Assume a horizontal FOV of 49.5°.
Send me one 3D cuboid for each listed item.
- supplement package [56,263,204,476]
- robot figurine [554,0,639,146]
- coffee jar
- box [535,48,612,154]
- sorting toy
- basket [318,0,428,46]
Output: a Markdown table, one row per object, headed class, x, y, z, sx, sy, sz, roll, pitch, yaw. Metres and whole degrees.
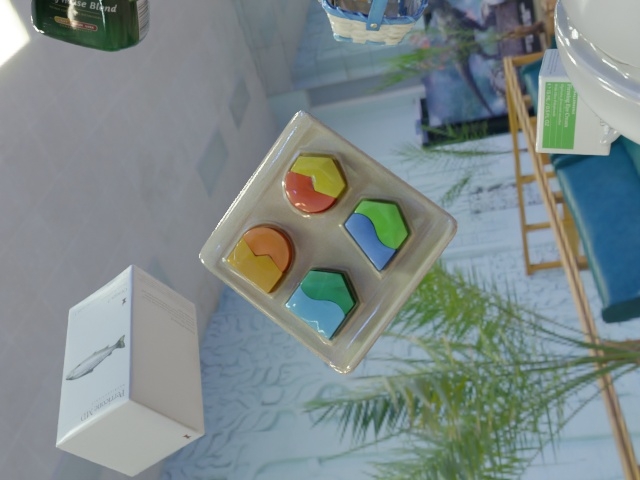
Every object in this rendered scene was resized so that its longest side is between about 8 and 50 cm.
| class | x | y | z | sx | sy | sz | roll | pitch | yaw |
| --- | --- | --- | --- | --- | --- | --- | --- | --- | --- |
| supplement package | -0.200 | 0.137 | 0.741 | 0.105 | 0.105 | 0.179 | 42 | -158 | -40 |
| robot figurine | 0.224 | -0.180 | 0.341 | 0.354 | 0.299 | 0.200 | 73 | -147 | -48 |
| coffee jar | -0.184 | -0.252 | 0.552 | 0.079 | 0.096 | 0.184 | -74 | -3 | -51 |
| box | 0.311 | -0.169 | 0.842 | 0.102 | 0.087 | 0.101 | -59 | -32 | -51 |
| sorting toy | 0.000 | 0.000 | 0.692 | 0.193 | 0.208 | 0.038 | -54 | -14 | 7 |
| basket | 0.097 | -0.480 | 1.196 | 0.289 | 0.201 | 0.255 | 115 | 160 | -72 |
